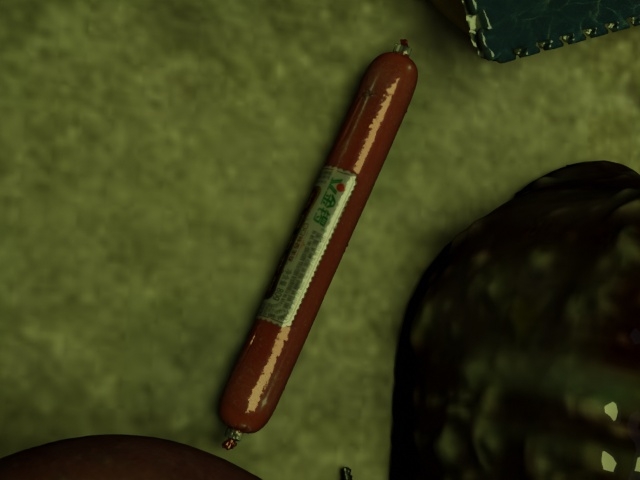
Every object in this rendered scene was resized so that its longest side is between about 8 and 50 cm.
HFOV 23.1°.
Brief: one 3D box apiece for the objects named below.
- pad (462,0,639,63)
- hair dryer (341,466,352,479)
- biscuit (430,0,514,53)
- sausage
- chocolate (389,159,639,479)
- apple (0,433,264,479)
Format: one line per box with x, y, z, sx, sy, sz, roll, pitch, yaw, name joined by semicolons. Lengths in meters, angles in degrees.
0.150;-0.252;0.919;0.269;0.012;0.269;-21;95;-37;pad
0.005;0.169;0.875;0.079;0.031;0.083;-1;74;-13;hair dryer
0.039;-0.203;0.894;0.207;0.047;0.164;13;80;-21;biscuit
0.000;0.000;0.872;0.034;0.034;0.253;27;77;-18;sausage
0.178;0.115;0.843;0.225;0.210;0.340;6;85;-23;chocolate
-0.089;0.243;0.706;0.305;0.235;0.306;10;51;-12;apple
